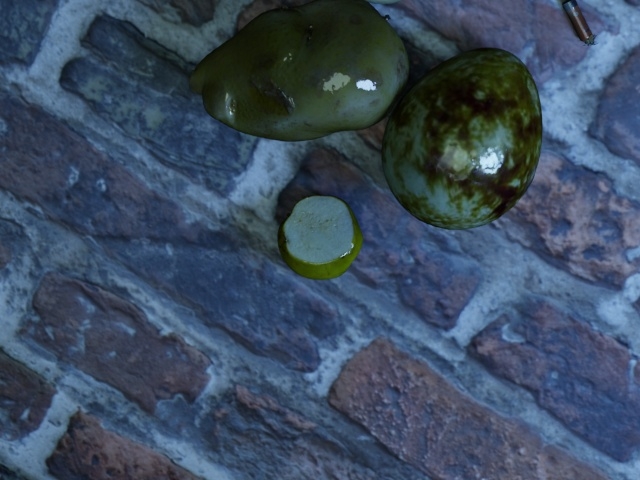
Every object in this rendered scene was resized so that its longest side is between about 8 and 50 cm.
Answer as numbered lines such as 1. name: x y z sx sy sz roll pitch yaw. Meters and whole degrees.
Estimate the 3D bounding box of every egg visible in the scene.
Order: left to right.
1. egg: 0.224 -0.156 1.888 0.238 0.238 0.289 34 91 -4

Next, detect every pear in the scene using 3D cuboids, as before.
1. pear: 0.000 0.000 2.037 0.141 0.104 0.141 0 73 1

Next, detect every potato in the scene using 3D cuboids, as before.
1. potato: -0.036 -0.256 1.905 0.351 0.202 0.218 -8 73 16

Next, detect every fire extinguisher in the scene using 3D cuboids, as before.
1. fire extinguisher: 0.404 -0.336 1.915 0.028 0.022 0.083 -34 103 -14

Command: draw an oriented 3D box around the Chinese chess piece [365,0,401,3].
1. Chinese chess piece: 0.097 -0.455 1.883 0.188 0.083 0.188 2 110 6
